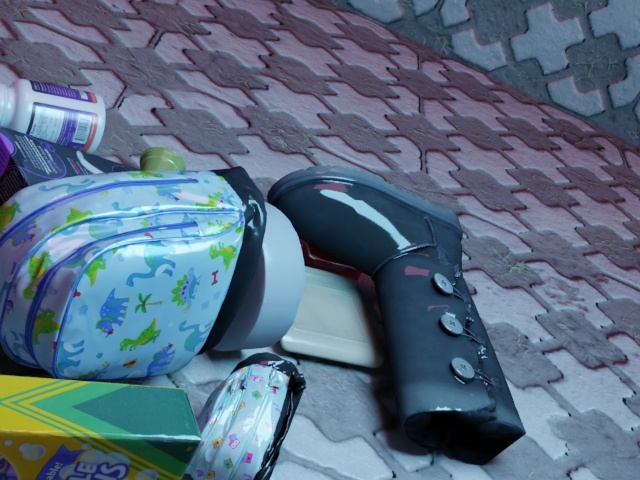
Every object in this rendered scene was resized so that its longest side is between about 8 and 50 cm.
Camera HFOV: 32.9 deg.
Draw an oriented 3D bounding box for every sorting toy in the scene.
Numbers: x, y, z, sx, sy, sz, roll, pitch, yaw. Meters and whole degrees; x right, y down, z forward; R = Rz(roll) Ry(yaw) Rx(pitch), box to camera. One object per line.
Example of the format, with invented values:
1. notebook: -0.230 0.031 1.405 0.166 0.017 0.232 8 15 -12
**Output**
1. sorting toy: -0.001 0.124 1.744 0.348 0.047 0.196 14 35 -24

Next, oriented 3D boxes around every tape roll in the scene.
1. tape roll: -0.119 0.050 1.576 0.072 0.219 0.219 1 38 -41

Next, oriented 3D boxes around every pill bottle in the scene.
1. pill bottle: -0.470 -0.211 1.822 0.193 0.108 0.108 8 34 -33

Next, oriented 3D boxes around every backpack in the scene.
1. backpack: -0.101 0.243 1.373 0.115 0.152 0.182 22 40 1
2. backpack: -0.259 0.045 1.376 0.355 0.290 0.273 11 28 -34

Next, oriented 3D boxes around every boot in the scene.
1. boot: 0.107 0.111 1.687 0.367 0.146 0.445 12 48 -24

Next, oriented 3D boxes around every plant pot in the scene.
1. plant pot: -0.280 -0.104 1.855 0.083 0.083 0.079 23 41 -9

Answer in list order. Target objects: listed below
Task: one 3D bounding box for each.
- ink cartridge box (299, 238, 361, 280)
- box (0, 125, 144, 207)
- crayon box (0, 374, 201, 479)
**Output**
1. ink cartridge box: 0.000 0.000 1.913 0.134 0.078 0.231 14 31 -24
2. box: -0.356 -0.032 1.535 0.270 0.143 0.165 16 28 -47
3. crayon box: -0.310 0.239 1.111 0.323 0.203 0.083 10 33 -29
